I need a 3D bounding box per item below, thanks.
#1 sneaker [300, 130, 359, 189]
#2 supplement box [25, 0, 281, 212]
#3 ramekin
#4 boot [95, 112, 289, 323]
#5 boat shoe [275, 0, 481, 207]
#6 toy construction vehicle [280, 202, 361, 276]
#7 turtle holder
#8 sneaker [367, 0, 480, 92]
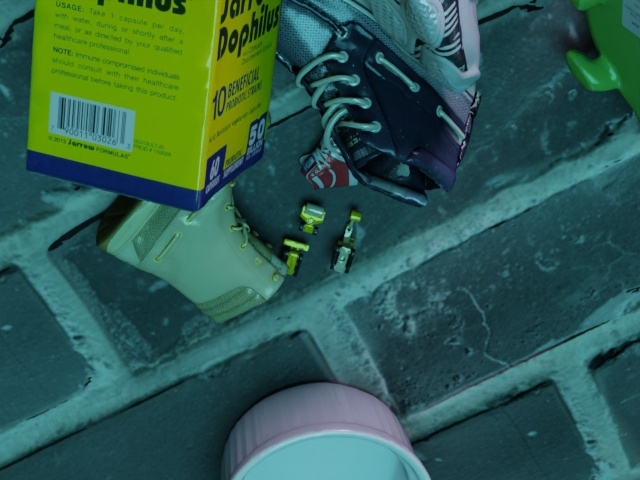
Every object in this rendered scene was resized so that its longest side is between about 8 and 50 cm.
[{"bbox_3d":[0.007,-0.109,1.744,0.067,0.042,0.118,-11,124,-6],"label":"sneaker"},{"bbox_3d":[-0.155,-0.239,1.496,0.195,0.194,0.356,14,114,14],"label":"supplement box"},{"bbox_3d":[0.000,0.316,1.941,0.277,0.135,0.277,-4,120,-7],"label":"ramekin"},{"bbox_3d":[-0.103,-0.032,1.741,0.203,0.095,0.262,38,110,-25],"label":"boot"},{"bbox_3d":[0.029,-0.170,1.625,0.340,0.158,0.127,28,143,-23],"label":"boat shoe"},{"bbox_3d":[0.000,0.000,1.817,0.086,0.035,0.098,13,115,-4],"label":"toy construction vehicle"},{"bbox_3d":[0.427,-0.218,1.634,0.227,0.243,0.320,-37,118,-14],"label":"turtle holder"},{"bbox_3d":[0.140,-0.320,1.497,0.210,0.137,0.366,-37,135,-9],"label":"sneaker"}]
